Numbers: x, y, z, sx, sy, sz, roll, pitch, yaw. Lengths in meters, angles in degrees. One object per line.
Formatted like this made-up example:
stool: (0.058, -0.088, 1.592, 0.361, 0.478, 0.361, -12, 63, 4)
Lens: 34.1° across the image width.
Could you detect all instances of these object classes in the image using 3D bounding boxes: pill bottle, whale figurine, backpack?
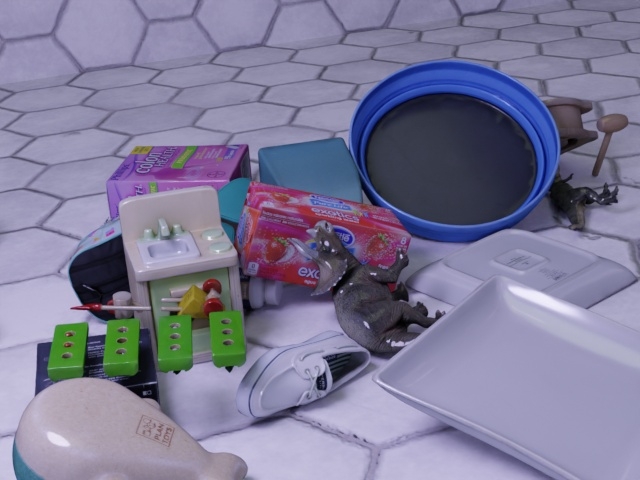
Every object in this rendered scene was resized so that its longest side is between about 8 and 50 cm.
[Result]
pill bottle: (-0.125, 0.077, 1.691, 0.120, 0.067, 0.067, 2, 24, 14)
whale figurine: (-0.226, 0.271, 1.223, 0.272, 0.141, 0.216, 20, 23, -7)
backpack: (-0.302, 0.039, 1.674, 0.188, 0.166, 0.144, -27, 27, 4)

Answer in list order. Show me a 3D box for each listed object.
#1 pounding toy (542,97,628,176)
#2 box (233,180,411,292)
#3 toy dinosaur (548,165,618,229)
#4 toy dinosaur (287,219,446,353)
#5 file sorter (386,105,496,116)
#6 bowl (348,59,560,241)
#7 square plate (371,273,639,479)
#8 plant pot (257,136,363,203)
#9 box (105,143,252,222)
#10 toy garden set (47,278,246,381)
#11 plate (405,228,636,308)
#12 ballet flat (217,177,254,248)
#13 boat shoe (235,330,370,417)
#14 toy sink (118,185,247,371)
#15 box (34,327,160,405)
pounding toy: (0.487, -0.200, 2.143, 0.154, 0.155, 0.269, -4, -10, -27)
box: (0.000, 0.000, 1.690, 0.256, 0.123, 0.128, 11, 19, -16)
toy dinosaur: (0.496, -0.079, 1.972, 0.118, 0.064, 0.268, -10, 25, 3)
toy dinosaur: (0.083, 0.107, 1.563, 0.160, 0.121, 0.314, -19, 56, -18)
file sorter: (0.264, -0.219, 2.180, 0.277, 0.173, 0.193, -4, 22, -2)
bowl: (0.247, -0.167, 1.955, 0.391, 0.077, 0.391, 0, 58, 0)
square plate: (0.296, 0.185, 1.339, 0.347, 0.049, 0.344, 24, 34, 27)
plant pot: (-0.006, -0.056, 1.873, 0.165, 0.166, 0.234, -9, 30, -11)
box: (-0.272, -0.102, 2.065, 0.242, 0.117, 0.213, -1, 24, 8)
toy garden set: (-0.227, 0.126, 1.390, 0.244, 0.049, 0.204, -4, 27, -7)
plate: (0.328, 0.050, 1.713, 0.277, 0.045, 0.278, -21, 29, -36)
ballet flat: (-0.178, -0.012, 1.852, 0.095, 0.096, 0.280, 25, 34, -1)
boat shoe: (-0.017, 0.179, 1.419, 0.075, 0.083, 0.226, 13, 28, 36)
toy sink: (-0.202, 0.056, 1.543, 0.152, 0.234, 0.131, -9, 24, -15)
box: (-0.297, 0.201, 1.400, 0.155, 0.093, 0.158, -7, 25, -10)
